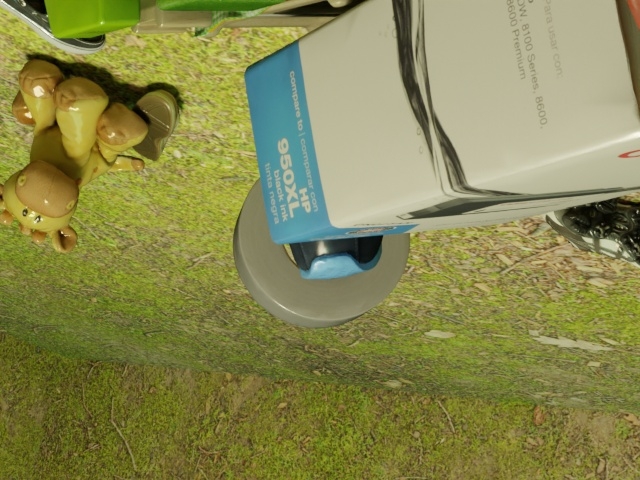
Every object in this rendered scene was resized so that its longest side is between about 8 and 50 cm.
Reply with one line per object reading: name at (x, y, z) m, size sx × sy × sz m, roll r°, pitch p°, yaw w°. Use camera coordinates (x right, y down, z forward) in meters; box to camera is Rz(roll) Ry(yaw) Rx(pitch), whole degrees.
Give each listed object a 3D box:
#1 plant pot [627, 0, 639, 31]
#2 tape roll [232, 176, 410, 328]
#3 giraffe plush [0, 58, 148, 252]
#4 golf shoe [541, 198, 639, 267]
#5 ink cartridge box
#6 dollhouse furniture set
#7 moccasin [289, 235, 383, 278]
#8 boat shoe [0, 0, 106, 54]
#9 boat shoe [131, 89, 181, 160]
plant pot at (0.288, -0.173, 0.433) m, size 0.265 × 0.272 × 0.272 m, roll 6°, pitch 163°, yaw 44°
tape roll at (0.000, 0.000, 1.290) m, size 0.219 × 0.219 × 0.072 m, roll 15°, pitch 164°, yaw -9°
giraffe plush at (-0.326, -0.089, 1.236) m, size 0.181 × 0.170 × 0.210 m, roll 26°, pitch 157°, yaw 6°
golf shoe at (0.370, -0.013, 1.274) m, size 0.198 × 0.077 × 0.094 m, roll 26°, pitch 169°, yaw -19°
ink cartridge box at (0.168, -0.112, 0.782) m, size 0.286 × 0.166 × 0.395 m, roll -5°, pitch 174°, yaw -35°
dollhouse furniture set at (-0.048, -0.250, 0.803) m, size 0.302 × 0.151 × 0.198 m, roll -11°, pitch -172°, yaw -41°
moccasin at (0.020, -0.076, 1.063) m, size 0.138 × 0.116 × 0.342 m, roll -12°, pitch -158°, yaw -1°
boat shoe at (-0.275, -0.235, 1.025) m, size 0.142 × 0.049 × 0.040 m, roll 28°, pitch 156°, yaw -35°
boat shoe at (-0.201, -0.151, 1.255) m, size 0.056 × 0.048 × 0.153 m, roll 29°, pitch 155°, yaw 0°
